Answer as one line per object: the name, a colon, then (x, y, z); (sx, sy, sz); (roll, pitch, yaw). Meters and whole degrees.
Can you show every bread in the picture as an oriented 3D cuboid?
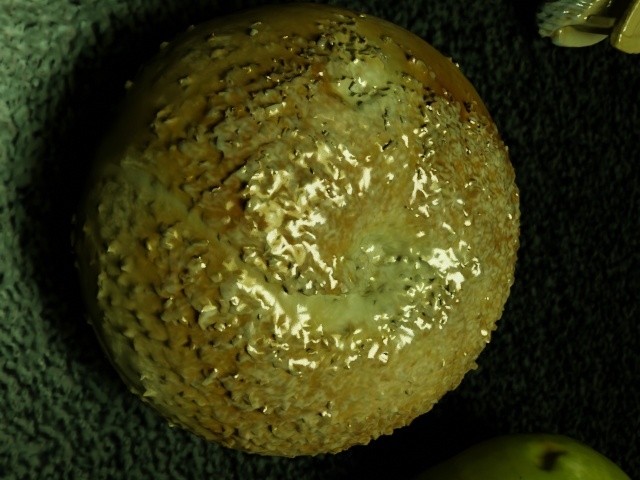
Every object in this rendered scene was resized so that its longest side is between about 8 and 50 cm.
bread: (0.000, 0.000, 0.980); (0.305, 0.159, 0.305); (-11, 109, -33)

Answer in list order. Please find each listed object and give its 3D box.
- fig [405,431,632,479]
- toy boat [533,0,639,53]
fig: (0.148, 0.260, 1.082); (0.239, 0.271, 0.239); (-10, 116, -21)
toy boat: (0.225, -0.287, 1.105); (0.121, 0.089, 0.321); (12, 95, -47)
